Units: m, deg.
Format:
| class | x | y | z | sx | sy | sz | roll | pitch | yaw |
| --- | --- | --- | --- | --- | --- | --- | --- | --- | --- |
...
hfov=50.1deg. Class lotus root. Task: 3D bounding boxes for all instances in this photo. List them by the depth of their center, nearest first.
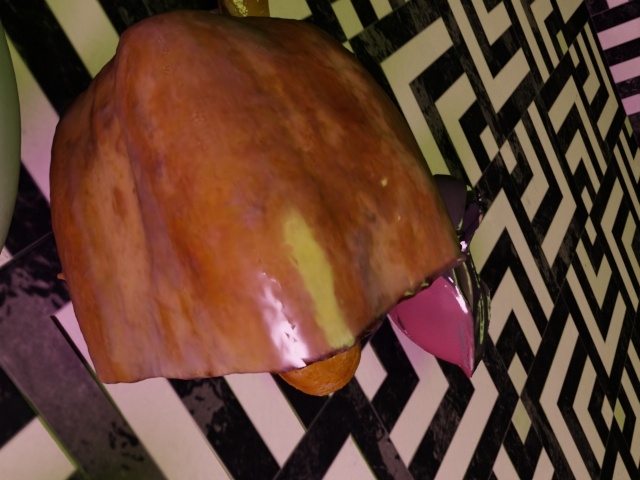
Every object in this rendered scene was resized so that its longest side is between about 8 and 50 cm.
| class | x | y | z | sx | sy | sz | roll | pitch | yaw |
| --- | --- | --- | --- | --- | --- | --- | --- | --- | --- |
| lotus root | -0.061 | -0.041 | 0.565 | 0.316 | 0.316 | 0.249 | -24 | 92 | -51 |

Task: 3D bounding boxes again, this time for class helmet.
| class | x | y | z | sx | sy | sz | roll | pitch | yaw |
| --- | --- | --- | --- | --- | --- | --- | --- | --- | --- |
| helmet | 0.143 | 0.039 | 0.895 | 0.198 | 0.154 | 0.253 | -6 | 102 | -71 |

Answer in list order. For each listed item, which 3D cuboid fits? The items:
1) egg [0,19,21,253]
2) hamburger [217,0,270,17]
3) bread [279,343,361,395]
| class | x | y | z | sx | sy | sz | roll | pitch | yaw |
| --- | --- | --- | --- | --- | --- | --- | --- | --- | --- |
| egg | -0.284 | -0.098 | 0.351 | 0.230 | 0.230 | 0.370 | -2 | 73 | -51 |
| hamburger | -0.089 | -0.279 | 0.794 | 0.076 | 0.044 | 0.083 | 6 | 77 | -49 |
| bread | -0.002 | 0.000 | 0.779 | 0.124 | 0.084 | 0.343 | 23 | 61 | -45 |
